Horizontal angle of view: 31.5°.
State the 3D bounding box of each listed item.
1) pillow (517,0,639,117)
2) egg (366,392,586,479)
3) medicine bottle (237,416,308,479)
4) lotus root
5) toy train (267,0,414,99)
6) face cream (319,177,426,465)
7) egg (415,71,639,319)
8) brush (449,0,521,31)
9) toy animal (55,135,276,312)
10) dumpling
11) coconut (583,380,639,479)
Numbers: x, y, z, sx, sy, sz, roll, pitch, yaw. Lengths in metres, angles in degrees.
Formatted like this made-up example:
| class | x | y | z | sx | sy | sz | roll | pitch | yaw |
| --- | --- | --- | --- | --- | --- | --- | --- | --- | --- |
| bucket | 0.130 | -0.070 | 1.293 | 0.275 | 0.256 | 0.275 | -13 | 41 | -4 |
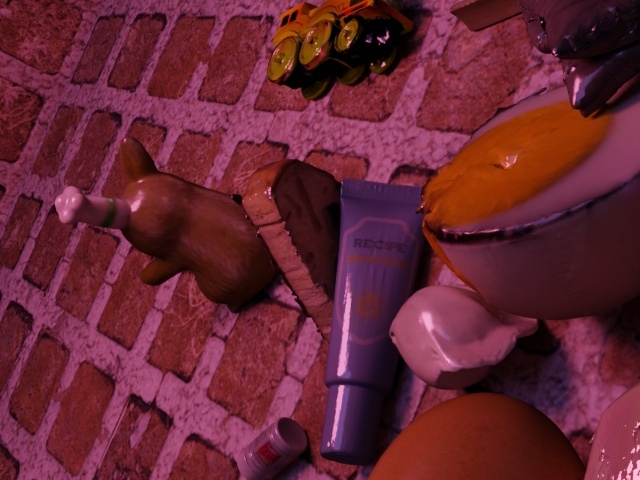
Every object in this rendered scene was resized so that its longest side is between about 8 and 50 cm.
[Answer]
| class | x | y | z | sx | sy | sz | roll | pitch | yaw |
| --- | --- | --- | --- | --- | --- | --- | --- | --- | --- |
| pillow | 0.331 | -0.263 | 1.214 | 0.228 | 0.101 | 0.326 | -28 | 20 | 11 |
| egg | 0.149 | 0.300 | 1.083 | 0.250 | 0.250 | 0.322 | -20 | 44 | 48 |
| medicine bottle | -0.067 | 0.292 | 1.569 | 0.091 | 0.058 | 0.058 | -45 | 38 | 28 |
| lotus root | 0.000 | 0.000 | 1.569 | 0.074 | 0.260 | 0.170 | -20 | 21 | 47 |
| toy train | 0.028 | -0.326 | 1.813 | 0.296 | 0.100 | 0.160 | -11 | 59 | 51 |
| face cream | 0.064 | 0.098 | 1.484 | 0.136 | 0.086 | 0.385 | 7 | 69 | 10 |
| egg | 0.273 | -0.029 | 1.171 | 0.337 | 0.201 | 0.337 | -29 | 22 | 13 |
| brush | 0.288 | -0.346 | 1.502 | 0.282 | 0.054 | 0.048 | -17 | 47 | 49 |
| toy animal | -0.233 | -0.031 | 1.771 | 0.180 | 0.363 | 0.181 | -27 | 43 | 64 |
| dumpling | 0.166 | 0.102 | 1.327 | 0.151 | 0.124 | 0.229 | -29 | 20 | -15 |
| coconut | 0.321 | 0.225 | 0.922 | 0.227 | 0.227 | 0.230 | -13 | 49 | 51 |
